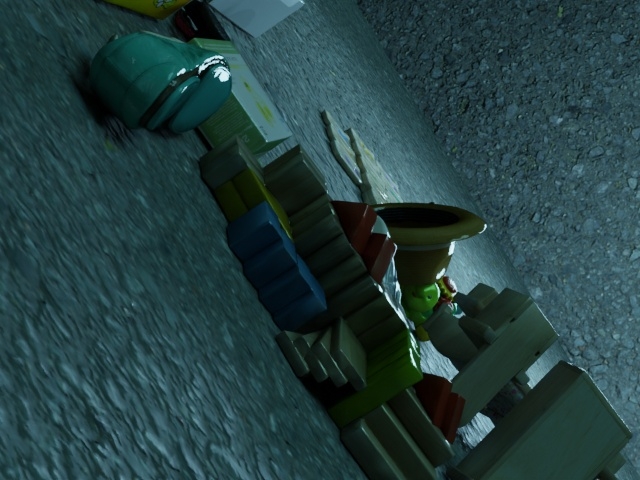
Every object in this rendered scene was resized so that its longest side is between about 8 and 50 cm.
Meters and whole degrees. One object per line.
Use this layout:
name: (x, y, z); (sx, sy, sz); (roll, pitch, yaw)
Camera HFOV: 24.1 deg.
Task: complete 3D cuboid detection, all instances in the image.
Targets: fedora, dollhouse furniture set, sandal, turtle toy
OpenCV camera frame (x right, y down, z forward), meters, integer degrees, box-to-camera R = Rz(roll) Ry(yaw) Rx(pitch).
fedora: (0.106, 0.006, 1.787); (0.194, 0.194, 0.079); (-74, 164, -77)
dollhouse furniture set: (0.151, 0.179, 1.666); (0.303, 0.174, 0.355); (52, -13, -25)
sandal: (-0.135, -0.231, 1.643); (0.067, 0.040, 0.179); (58, -6, -25)
turtle toy: (0.131, 0.071, 1.847); (0.095, 0.066, 0.130); (59, 22, 13)

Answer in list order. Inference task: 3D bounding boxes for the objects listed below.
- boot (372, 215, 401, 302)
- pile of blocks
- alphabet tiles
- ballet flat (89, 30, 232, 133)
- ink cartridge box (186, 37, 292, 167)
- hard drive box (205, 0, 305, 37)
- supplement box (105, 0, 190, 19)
boot: (0.050, 0.064, 1.473); (0.086, 0.069, 0.190); (57, 26, -36)
pile of blocks: (0.021, 0.046, 1.288); (0.362, 0.113, 0.149); (58, 10, 12)
alphabet tiles: (0.093, -0.065, 2.225); (0.278, 0.021, 0.284); (52, 11, -25)
ballet flat: (-0.133, -0.139, 1.241); (0.087, 0.083, 0.247); (43, 8, 1)
ink cartridge box: (-0.061, -0.089, 1.488); (0.235, 0.056, 0.171); (55, 10, 0)
hard drive box: (-0.138, -0.403, 1.988); (0.232, 0.089, 0.181); (60, 11, 14)
supplement box: (-0.169, -0.348, 1.370); (0.194, 0.195, 0.356); (58, 11, 4)
